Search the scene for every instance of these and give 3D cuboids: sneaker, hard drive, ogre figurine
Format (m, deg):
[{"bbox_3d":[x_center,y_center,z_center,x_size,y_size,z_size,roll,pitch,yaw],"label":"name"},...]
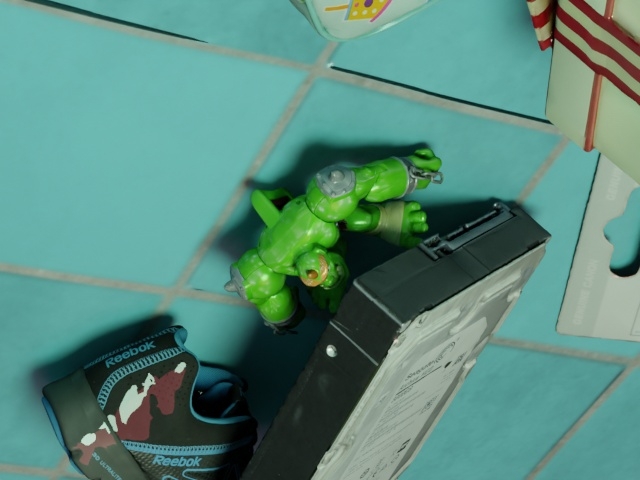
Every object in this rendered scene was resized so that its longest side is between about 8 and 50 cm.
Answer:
[{"bbox_3d":[-0.099,0.197,1.586,0.139,0.125,0.341,-33,142,5],"label":"sneaker"},{"bbox_3d":[0.046,0.133,1.520,0.237,0.064,0.339,-26,151,-50],"label":"hard drive"},{"bbox_3d":[0.000,0.000,1.433,0.197,0.097,0.118,-27,160,32],"label":"ogre figurine"}]

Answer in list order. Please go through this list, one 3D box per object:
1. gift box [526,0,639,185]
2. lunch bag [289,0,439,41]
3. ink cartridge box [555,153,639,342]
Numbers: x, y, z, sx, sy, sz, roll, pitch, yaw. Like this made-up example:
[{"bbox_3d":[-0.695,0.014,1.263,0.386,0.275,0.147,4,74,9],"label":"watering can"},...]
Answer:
[{"bbox_3d":[0.308,-0.170,1.194,0.255,0.258,0.276,-32,149,-25],"label":"gift box"},{"bbox_3d":[0.041,-0.269,1.117,0.224,0.108,0.279,-33,141,-5],"label":"lunch bag"},{"bbox_3d":[0.419,-0.026,1.599,0.385,0.091,0.308,4,138,-1],"label":"ink cartridge box"}]
